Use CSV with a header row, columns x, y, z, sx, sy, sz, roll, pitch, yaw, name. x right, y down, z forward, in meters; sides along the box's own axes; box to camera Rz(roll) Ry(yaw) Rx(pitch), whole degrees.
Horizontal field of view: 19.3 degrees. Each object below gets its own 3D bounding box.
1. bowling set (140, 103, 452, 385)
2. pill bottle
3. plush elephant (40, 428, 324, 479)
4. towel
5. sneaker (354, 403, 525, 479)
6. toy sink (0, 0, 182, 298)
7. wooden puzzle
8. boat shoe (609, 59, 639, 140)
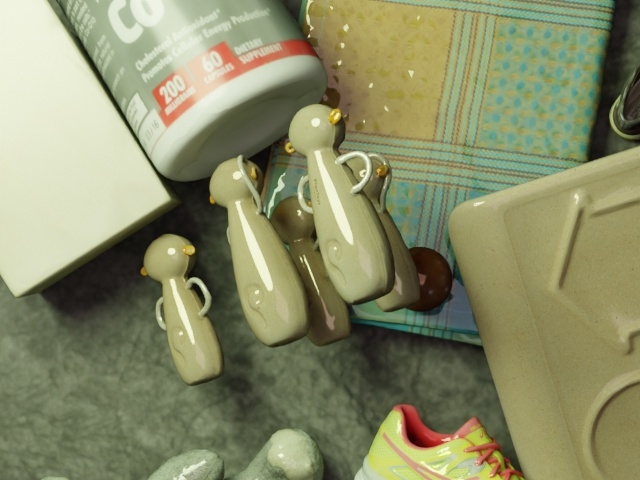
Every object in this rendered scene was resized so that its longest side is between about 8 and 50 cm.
x,y,z,sx,sy,sz,roll,pitch,yaw,name
0.000,0.000,1.521,0.287,0.200,0.154,-27,76,43,bowling set
-0.130,-0.205,1.548,0.161,0.161,0.283,-32,77,1,pill bottle
-0.121,0.306,1.482,0.330,0.255,0.272,-10,87,2,plush elephant
0.099,-0.101,1.604,0.271,0.040,0.370,10,86,3,towel
0.129,0.195,1.535,0.208,0.081,0.094,19,100,21,sneaker
-0.243,-0.091,1.573,0.153,0.131,0.234,-33,91,1,toy sink
0.310,0.069,1.539,0.348,0.080,0.322,-17,101,6,wooden puzzle
0.300,-0.150,1.589,0.056,0.049,0.152,33,89,4,boat shoe
